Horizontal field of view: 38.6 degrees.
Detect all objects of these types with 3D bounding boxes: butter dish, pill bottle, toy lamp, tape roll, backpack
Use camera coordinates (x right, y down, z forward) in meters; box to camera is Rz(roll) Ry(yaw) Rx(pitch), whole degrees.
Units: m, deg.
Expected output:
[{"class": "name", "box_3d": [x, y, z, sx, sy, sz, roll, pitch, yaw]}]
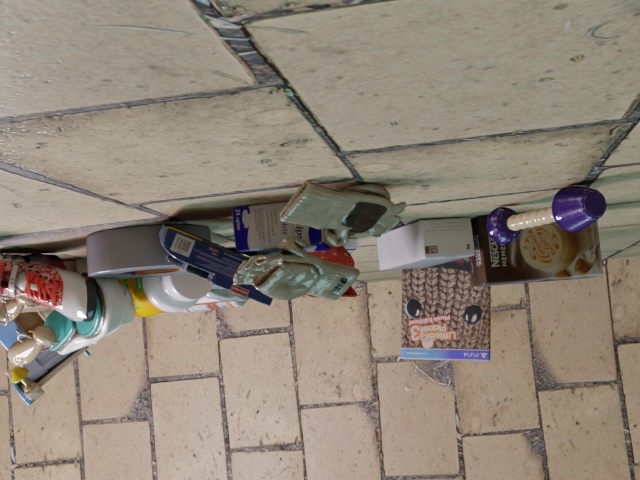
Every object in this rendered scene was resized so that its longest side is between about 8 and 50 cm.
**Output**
[{"class": "butter dish", "box_3d": [-0.001, 0.029, 1.793, 0.160, 0.118, 0.160, 4, -149, -48]}, {"class": "pill bottle", "box_3d": [-0.298, 0.118, 2.307, 0.216, 0.121, 0.121, -7, 174, 20]}, {"class": "toy lamp", "box_3d": [0.387, -0.044, 1.575, 0.080, 0.080, 0.275, -3, 176, -22]}, {"class": "tape roll", "box_3d": [-0.303, 0.022, 1.623, 0.219, 0.072, 0.219, -4, 174, 0]}, {"class": "backpack", "box_3d": [-0.213, 0.081, 2.064, 0.152, 0.115, 0.182, -4, 172, 17]}, {"class": "pill bottle", "box_3d": [-0.320, 0.082, 1.864, 0.136, 0.136, 0.246, -1, 172, -37]}]

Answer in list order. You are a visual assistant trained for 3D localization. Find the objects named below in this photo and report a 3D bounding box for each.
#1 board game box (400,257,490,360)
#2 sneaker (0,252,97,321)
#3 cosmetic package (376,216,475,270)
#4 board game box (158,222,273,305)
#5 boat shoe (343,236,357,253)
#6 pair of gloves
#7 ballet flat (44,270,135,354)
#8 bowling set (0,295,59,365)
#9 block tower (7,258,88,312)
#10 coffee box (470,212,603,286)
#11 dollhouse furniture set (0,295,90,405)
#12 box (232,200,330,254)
[{"class": "board game box", "box_3d": [0.329, 0.170, 2.416, 0.232, 0.291, 0.141, 0, 174, 7]}, {"class": "sneaker", "box_3d": [-0.518, 0.086, 1.670, 0.145, 0.090, 0.270, 2, -166, -36]}, {"class": "cosmetic package", "box_3d": [0.213, 0.009, 1.896, 0.117, 0.085, 0.231, -3, 172, -21]}, {"class": "board game box", "box_3d": [-0.175, 0.035, 1.485, 0.194, 0.060, 0.194, 23, 177, -13]}, {"class": "boat shoe", "box_3d": [-0.005, 0.045, 2.011, 0.096, 0.088, 0.267, -1, 173, -35]}, {"class": "pair of gloves", "box_3d": [0.000, 0.000, 1.350, 0.204, 0.042, 0.240, 4, 136, -36]}, {"class": "ballet flat", "box_3d": [-0.446, 0.142, 1.833, 0.139, 0.139, 0.400, -2, 164, -30]}, {"class": "bowling set", "box_3d": [-0.671, 0.111, 1.873, 0.287, 0.200, 0.154, 28, 137, -30]}, {"class": "block tower", "box_3d": [-0.618, 0.106, 2.060, 0.097, 0.091, 0.335, -2, 172, -36]}, {"class": "coffee box", "box_3d": [0.435, 0.016, 1.867, 0.247, 0.141, 0.098, -5, 174, -7]}, {"class": "dollhouse furniture set", "box_3d": [-0.670, 0.208, 2.222, 0.286, 0.198, 0.303, -40, -159, -16]}, {"class": "box", "box_3d": [-0.059, -0.017, 1.455, 0.137, 0.072, 0.126, -6, 175, 6]}]
